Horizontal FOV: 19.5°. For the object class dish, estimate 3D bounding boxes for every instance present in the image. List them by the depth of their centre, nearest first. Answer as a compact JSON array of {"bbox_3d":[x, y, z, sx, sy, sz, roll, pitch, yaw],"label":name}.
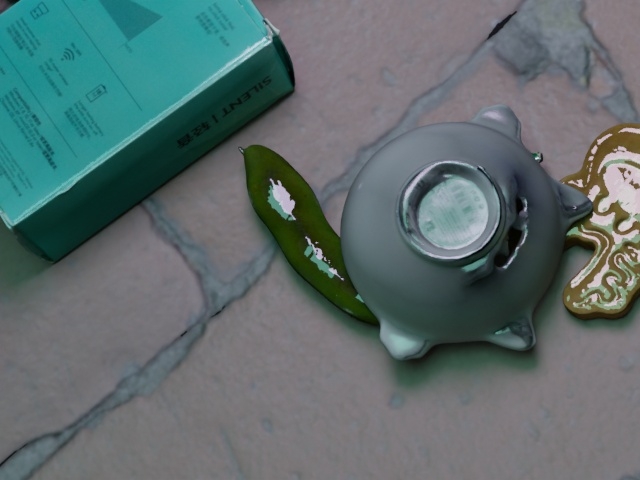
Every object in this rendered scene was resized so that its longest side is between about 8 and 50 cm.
[{"bbox_3d":[0.127,-0.017,1.637,0.228,0.086,0.236,-1,77,5],"label":"dish"}]

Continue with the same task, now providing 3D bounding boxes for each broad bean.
[{"bbox_3d":[-0.003,0.003,1.724,0.065,0.046,0.254,-37,68,-10],"label":"broad bean"}]

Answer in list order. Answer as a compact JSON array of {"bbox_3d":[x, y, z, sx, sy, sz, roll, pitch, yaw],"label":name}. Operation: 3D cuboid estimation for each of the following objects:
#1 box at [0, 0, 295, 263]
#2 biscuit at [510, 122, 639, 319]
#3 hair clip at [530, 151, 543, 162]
[{"bbox_3d":[-0.204,-0.152,1.787,0.311,0.118,0.205,-37,69,-2],"label":"box"},{"bbox_3d":[0.289,-0.035,1.682,0.236,0.040,0.144,-42,72,-2],"label":"biscuit"},{"bbox_3d":[0.121,-0.063,1.727,0.173,0.049,0.049,-8,69,11],"label":"hair clip"}]
